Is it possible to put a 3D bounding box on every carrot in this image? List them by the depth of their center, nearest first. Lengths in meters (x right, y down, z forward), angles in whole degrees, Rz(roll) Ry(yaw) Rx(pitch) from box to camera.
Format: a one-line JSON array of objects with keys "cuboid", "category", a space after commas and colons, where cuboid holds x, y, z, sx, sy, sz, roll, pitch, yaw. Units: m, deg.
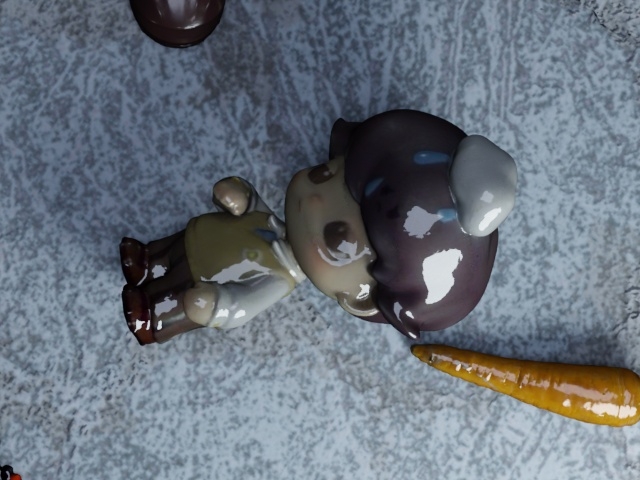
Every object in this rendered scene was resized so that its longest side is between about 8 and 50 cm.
[{"cuboid": [0.213, 0.141, 1.933, 0.256, 0.061, 0.061, 11, 92, -5], "category": "carrot"}]

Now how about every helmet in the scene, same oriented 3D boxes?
[{"cuboid": [-0.135, -0.245, 1.857, 0.098, 0.070, 0.123, -5, 95, -7], "category": "helmet"}]

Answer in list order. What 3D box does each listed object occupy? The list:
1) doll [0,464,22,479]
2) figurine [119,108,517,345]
[{"cuboid": [-0.324, 0.311, 1.858, 0.127, 0.088, 0.249, -12, 88, 23], "category": "doll"}, {"cuboid": [-0.008, -0.016, 1.827, 0.364, 0.218, 0.206, -5, 121, -4], "category": "figurine"}]
